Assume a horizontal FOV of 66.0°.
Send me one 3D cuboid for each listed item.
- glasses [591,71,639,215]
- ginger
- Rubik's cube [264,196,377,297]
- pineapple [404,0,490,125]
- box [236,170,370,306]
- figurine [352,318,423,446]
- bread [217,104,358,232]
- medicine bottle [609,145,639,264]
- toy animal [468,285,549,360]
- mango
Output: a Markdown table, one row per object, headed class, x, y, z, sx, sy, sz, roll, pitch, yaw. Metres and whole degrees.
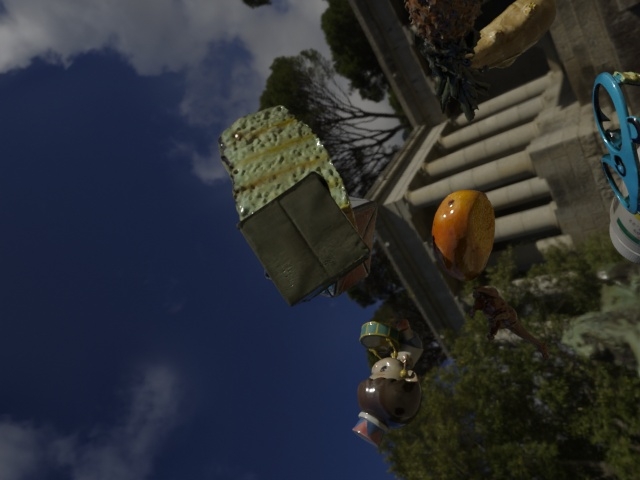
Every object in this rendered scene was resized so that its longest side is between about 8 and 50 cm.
| class | x | y | z | sx | sy | sz | roll | pitch | yaw |
| --- | --- | --- | --- | --- | --- | --- | --- | --- | --- |
| glasses | 0.453 | -0.161 | 0.674 | 0.207 | 0.102 | 0.239 | -44 | -51 | -11 |
| ginger | 0.521 | -0.598 | 1.474 | 0.236 | 0.375 | 0.166 | -57 | -55 | -77 |
| Rubik's cube | 0.000 | 0.000 | 1.483 | 0.254 | 0.260 | 0.259 | -20 | -63 | -58 |
| pineapple | 0.266 | -0.412 | 1.025 | 0.364 | 0.165 | 0.166 | 61 | -147 | -53 |
| box | -0.015 | 0.005 | 0.831 | 0.149 | 0.155 | 0.231 | 55 | 180 | 7 |
| figurine | 0.151 | 0.321 | 1.119 | 0.158 | 0.161 | 0.276 | 21 | -129 | -11 |
| bread | -0.078 | -0.103 | 1.184 | 0.264 | 0.239 | 0.395 | 72 | 173 | -53 |
| medicine bottle | 0.726 | -0.070 | 1.022 | 0.339 | 0.208 | 0.208 | 41 | -136 | -62 |
| toy animal | 0.457 | 0.203 | 1.190 | 0.229 | 0.066 | 0.224 | -1 | -126 | -50 |
| mango | 0.307 | -0.006 | 1.061 | 0.141 | 0.102 | 0.217 | -33 | -58 | -30 |
